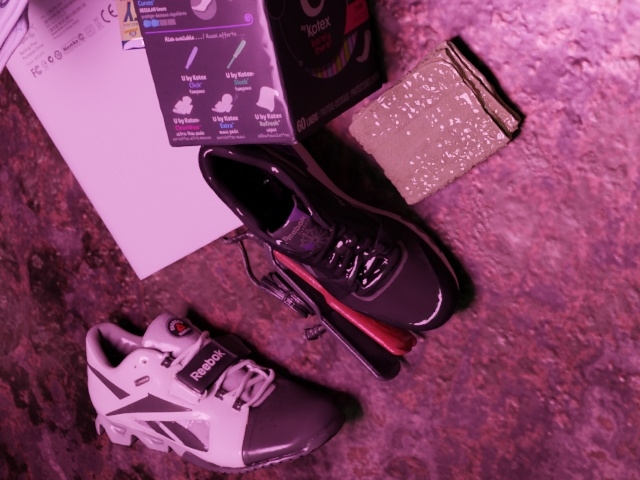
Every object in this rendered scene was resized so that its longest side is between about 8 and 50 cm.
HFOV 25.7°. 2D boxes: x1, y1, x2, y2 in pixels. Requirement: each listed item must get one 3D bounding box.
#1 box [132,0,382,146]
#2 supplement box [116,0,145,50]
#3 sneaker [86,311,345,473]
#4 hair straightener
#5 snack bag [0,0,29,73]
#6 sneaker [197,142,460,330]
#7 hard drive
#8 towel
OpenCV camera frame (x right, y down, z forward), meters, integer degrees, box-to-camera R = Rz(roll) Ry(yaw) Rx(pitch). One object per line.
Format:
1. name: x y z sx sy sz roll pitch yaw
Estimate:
1. box: -0.064 -0.233 1.218 0.143 0.165 0.270 1 115 32
2. supplement box: -0.151 -0.222 1.294 0.056 0.083 0.083 -4 102 11
3. sneaker: -0.130 0.153 1.498 0.330 0.122 0.146 3 117 32
4. hair straightener: -0.013 0.070 1.423 0.230 0.047 0.089 35 128 14
5. snack bag: -0.258 -0.293 1.251 0.037 0.323 0.342 19 136 -24
6. sneaker: 0.000 0.000 1.296 0.283 0.124 0.107 37 107 0
7. hard drive: -0.198 -0.153 1.429 0.233 0.047 0.353 -27 97 39
8. towel: 0.102 -0.104 1.268 0.110 0.027 0.148 51 129 -1
